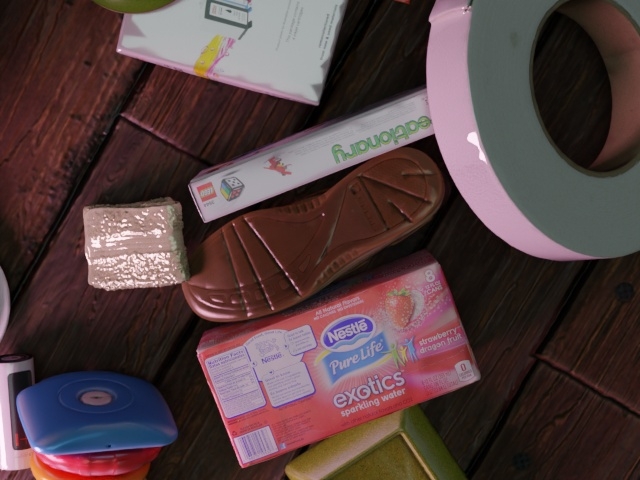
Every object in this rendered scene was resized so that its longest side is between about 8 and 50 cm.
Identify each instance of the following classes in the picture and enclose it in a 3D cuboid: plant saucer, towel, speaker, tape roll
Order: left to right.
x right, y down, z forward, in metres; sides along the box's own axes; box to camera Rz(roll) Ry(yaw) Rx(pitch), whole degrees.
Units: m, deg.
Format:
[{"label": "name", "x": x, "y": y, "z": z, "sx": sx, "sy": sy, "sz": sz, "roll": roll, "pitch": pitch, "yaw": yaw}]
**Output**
[{"label": "speaker", "x": -0.374, "y": 0.210, "z": 1.594, "sx": 0.055, "sy": 0.055, "sz": 0.136, "roll": -2, "pitch": 96, "yaw": -1}, {"label": "towel", "x": -0.223, "y": 0.006, "z": 1.557, "sx": 0.148, "sy": 0.027, "sz": 0.110, "roll": -3, "pitch": 98, "yaw": 29}, {"label": "plant saucer", "x": 0.081, "y": 0.313, "z": 1.622, "sx": 0.188, "sy": 0.045, "sz": 0.188, "roll": -33, "pitch": 96, "yaw": 3}, {"label": "tape roll", "x": 0.284, "y": -0.170, "z": 1.453, "sx": 0.392, "sy": 0.072, "sz": 0.392, "roll": 3, "pitch": 85, "yaw": -35}]

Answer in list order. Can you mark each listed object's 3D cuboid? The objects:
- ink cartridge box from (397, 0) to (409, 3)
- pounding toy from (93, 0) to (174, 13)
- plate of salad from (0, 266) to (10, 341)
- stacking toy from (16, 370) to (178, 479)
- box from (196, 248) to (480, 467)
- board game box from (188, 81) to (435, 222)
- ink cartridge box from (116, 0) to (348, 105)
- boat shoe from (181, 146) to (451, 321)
[{"label": "ink cartridge box", "x": 0.093, "y": -0.346, "z": 1.552, "sx": 0.063, "sy": 0.029, "sz": 0.115, "roll": 14, "pitch": 96, "yaw": -3}, {"label": "pounding toy", "x": -0.234, "y": -0.342, "z": 1.348, "sx": 0.237, "sy": 0.110, "sz": 0.183, "roll": 22, "pitch": 97, "yaw": 15}, {"label": "plate of salad", "x": -0.478, "y": 0.076, "z": 1.580, "sx": 0.200, "sy": 0.048, "sz": 0.200, "roll": -1, "pitch": 96, "yaw": -12}, {"label": "stacking toy", "x": -0.275, "y": 0.323, "z": 1.575, "sx": 0.175, "sy": 0.166, "sz": 0.302, "roll": -2, "pitch": 110, "yaw": -20}, {"label": "box", "x": 0.019, "y": 0.134, "z": 1.550, "sx": 0.300, "sy": 0.142, "sz": 0.154, "roll": -21, "pitch": 97, "yaw": 1}, {"label": "board game box", "x": 0.004, "y": -0.106, "z": 1.496, "sx": 0.305, "sy": 0.193, "sz": 0.053, "roll": -21, "pitch": 96, "yaw": 2}, {"label": "ink cartridge box", "x": -0.093, "y": -0.262, "z": 1.486, "sx": 0.233, "sy": 0.171, "sz": 0.168, "roll": 15, "pitch": 96, "yaw": -2}, {"label": "boat shoe", "x": 0.000, "y": 0.000, "z": 1.543, "sx": 0.342, "sy": 0.123, "sz": 0.123, "roll": -30, "pitch": 78, "yaw": 14}]
